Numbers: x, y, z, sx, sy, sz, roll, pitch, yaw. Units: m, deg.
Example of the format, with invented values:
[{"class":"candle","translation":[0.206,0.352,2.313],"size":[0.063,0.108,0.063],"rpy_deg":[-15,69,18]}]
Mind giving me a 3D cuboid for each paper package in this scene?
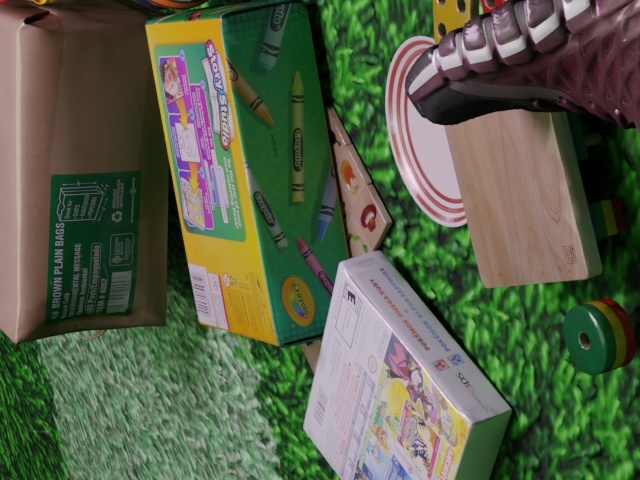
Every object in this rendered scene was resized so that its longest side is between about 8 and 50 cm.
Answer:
[{"class":"paper package","translation":[-0.281,-0.096,1.822],"size":[0.309,0.168,0.325],"rpy_deg":[31,122,58]}]

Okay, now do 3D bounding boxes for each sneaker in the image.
[{"class":"sneaker","translation":[0.168,-0.071,1.006],"size":[0.281,0.106,0.162],"rpy_deg":[-24,88,50]}]

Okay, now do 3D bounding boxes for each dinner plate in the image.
[{"class":"dinner plate","translation":[0.088,-0.080,1.303],"size":[0.141,0.017,0.141],"rpy_deg":[38,135,52]}]

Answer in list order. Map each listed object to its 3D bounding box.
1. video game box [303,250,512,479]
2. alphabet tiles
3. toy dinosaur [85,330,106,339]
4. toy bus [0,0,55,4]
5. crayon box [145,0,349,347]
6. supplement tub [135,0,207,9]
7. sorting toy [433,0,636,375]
[{"class":"video game box","translation":[0.063,0.142,1.427],"size":[0.187,0.048,0.205],"rpy_deg":[54,147,36]},{"class":"alphabet tiles","translation":[0.000,0.000,1.534],"size":[0.198,0.009,0.237],"rpy_deg":[64,152,24]},{"class":"toy dinosaur","translation":[-0.220,0.055,1.981],"size":[0.092,0.053,0.183],"rpy_deg":[-115,31,-55]},{"class":"toy bus","translation":[-0.255,-0.289,1.612],"size":[0.220,0.149,0.211],"rpy_deg":[-79,13,-54]},{"class":"crayon box","translation":[-0.060,-0.059,1.519],"size":[0.165,0.081,0.278],"rpy_deg":[10,111,62]},{"class":"supplement tub","translation":[-0.109,-0.259,1.509],"size":[0.198,0.106,0.106],"rpy_deg":[-29,77,64]},{"class":"sorting toy","translation":[0.140,-0.049,1.177],"size":[0.132,0.046,0.274],"rpy_deg":[-10,94,65]}]
